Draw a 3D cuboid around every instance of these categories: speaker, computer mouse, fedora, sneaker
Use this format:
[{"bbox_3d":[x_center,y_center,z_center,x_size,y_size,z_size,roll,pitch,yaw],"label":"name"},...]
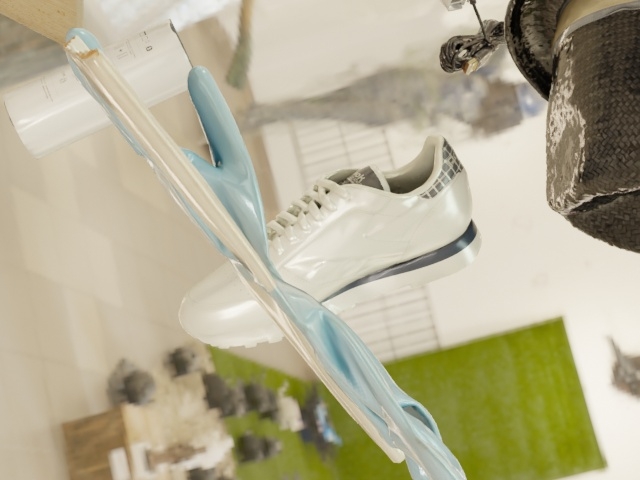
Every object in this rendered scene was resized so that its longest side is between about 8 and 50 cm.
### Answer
[{"bbox_3d":[-0.160,-0.111,0.888,0.055,0.136,0.055,154,-90,-87],"label":"speaker"},{"bbox_3d":[0.119,-0.251,1.119,0.106,0.042,0.193,-42,121,-38],"label":"computer mouse"},{"bbox_3d":[0.262,-0.075,0.860,0.152,0.334,0.334,-66,157,-17],"label":"fedora"},{"bbox_3d":[0.000,0.000,0.890,0.090,0.235,0.095,-125,-167,-56],"label":"sneaker"}]

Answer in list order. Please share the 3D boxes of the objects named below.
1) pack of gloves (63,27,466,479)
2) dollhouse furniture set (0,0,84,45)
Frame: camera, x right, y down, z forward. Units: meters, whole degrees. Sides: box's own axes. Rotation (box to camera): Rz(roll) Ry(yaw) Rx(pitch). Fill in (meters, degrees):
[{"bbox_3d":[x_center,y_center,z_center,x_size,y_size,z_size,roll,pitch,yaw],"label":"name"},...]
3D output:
[{"bbox_3d":[-0.012,0.002,0.473,0.232,0.046,0.195,52,-7,-19],"label":"pack of gloves"},{"bbox_3d":[-0.190,-0.263,0.949,0.151,0.123,0.144,-46,157,-39],"label":"dollhouse furniture set"}]
